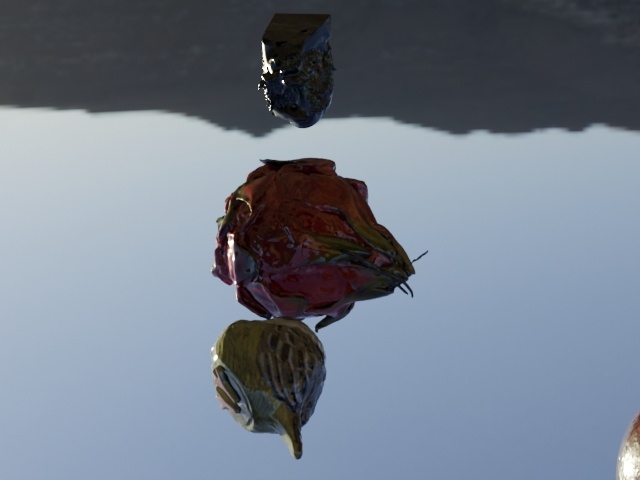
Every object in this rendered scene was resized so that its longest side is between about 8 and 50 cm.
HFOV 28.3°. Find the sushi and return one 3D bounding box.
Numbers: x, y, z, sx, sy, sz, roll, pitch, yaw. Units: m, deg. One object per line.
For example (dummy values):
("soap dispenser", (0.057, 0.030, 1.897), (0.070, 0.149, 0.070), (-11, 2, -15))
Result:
("sushi", (-0.022, -0.150, 1.163), (0.056, 0.083, 0.085), (6, -135, 19))

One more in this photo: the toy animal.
("toy animal", (-0.028, 0.115, 1.025), (0.098, 0.098, 0.137), (-10, -142, -39))

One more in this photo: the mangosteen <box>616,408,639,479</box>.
("mangosteen", (0.326, 0.193, 0.973), (0.209, 0.210, 0.210), (-2, -170, 0))

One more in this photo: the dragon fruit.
("dragon fruit", (0.000, 0.000, 1.627), (0.293, 0.234, 0.234), (4, -169, 17))
